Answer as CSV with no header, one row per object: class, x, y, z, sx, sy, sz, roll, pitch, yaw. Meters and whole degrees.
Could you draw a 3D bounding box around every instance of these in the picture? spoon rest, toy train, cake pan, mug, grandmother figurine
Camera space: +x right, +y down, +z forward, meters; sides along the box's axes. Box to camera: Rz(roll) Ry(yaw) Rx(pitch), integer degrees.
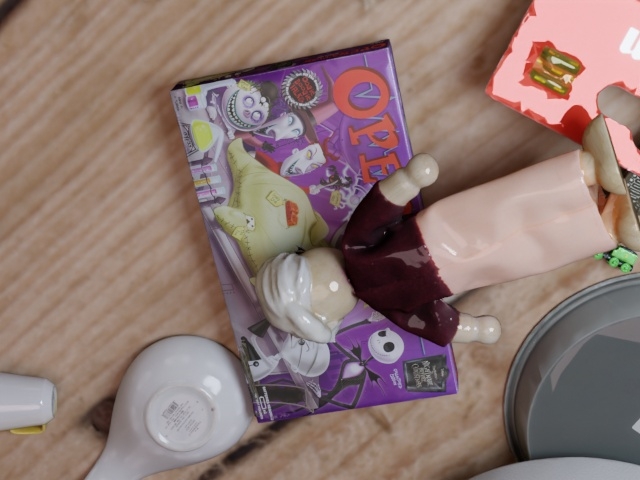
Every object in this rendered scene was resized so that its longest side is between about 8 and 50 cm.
spoon rest,-0.183,0.213,1.213,0.137,0.084,0.276,42,96,-10
toy train,0.259,0.004,1.108,0.083,0.017,0.024,27,101,-3
cake pan,0.326,0.174,1.143,0.293,0.054,0.293,2,110,6
mug,-0.305,0.167,1.219,0.064,0.078,0.062,-1,78,-2
grandmother figurine,0.103,0.012,1.038,0.342,0.104,0.208,-17,112,17

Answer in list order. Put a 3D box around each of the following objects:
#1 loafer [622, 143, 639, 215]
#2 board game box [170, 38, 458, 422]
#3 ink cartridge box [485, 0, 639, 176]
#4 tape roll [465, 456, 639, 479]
loafer,0.314,-0.088,1.052,0.056,0.050,0.148,42,95,-10
board game box,0.000,0.000,1.122,0.208,0.056,0.347,-12,108,6
ink cartridge box,0.358,-0.218,0.952,0.308,0.091,0.385,27,101,-4
tape roll,0.259,0.385,1.180,0.392,0.072,0.392,5,122,8
